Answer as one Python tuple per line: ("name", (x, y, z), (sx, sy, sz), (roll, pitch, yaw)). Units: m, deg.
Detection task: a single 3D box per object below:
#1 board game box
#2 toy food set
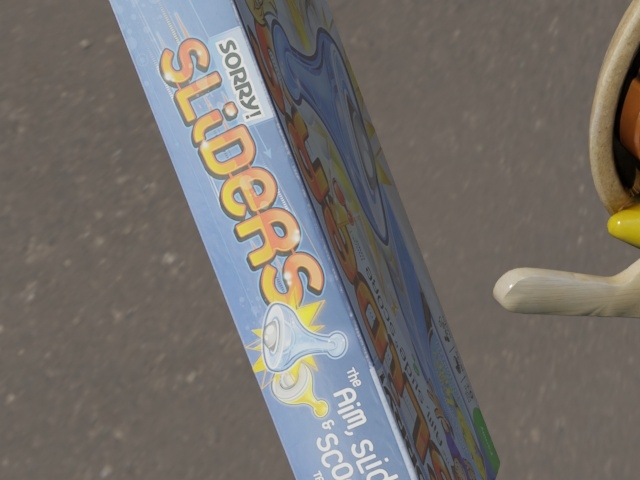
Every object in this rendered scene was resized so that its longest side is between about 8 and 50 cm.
("board game box", (0.000, 0.000, 0.546), (0.035, 0.136, 0.201), (-20, 95, 13))
("toy food set", (0.136, -0.046, 0.509), (0.038, 0.132, 0.192), (48, 126, 42))
